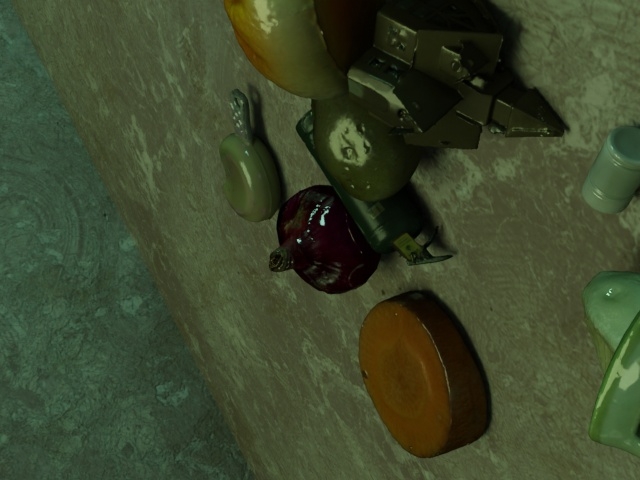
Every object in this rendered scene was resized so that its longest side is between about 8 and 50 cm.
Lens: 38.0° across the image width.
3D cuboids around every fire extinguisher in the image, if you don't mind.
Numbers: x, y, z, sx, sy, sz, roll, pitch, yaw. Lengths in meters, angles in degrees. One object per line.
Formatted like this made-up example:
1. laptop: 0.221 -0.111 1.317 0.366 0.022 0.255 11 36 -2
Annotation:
1. fire extinguisher: 0.085 -0.079 1.462 0.311 0.114 0.095 59 -159 12

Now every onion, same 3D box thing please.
1. onion: 0.000 0.000 1.566 0.140 0.218 0.195 -26 84 39

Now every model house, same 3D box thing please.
1. model house: 0.176 -0.174 1.126 0.248 0.176 0.180 31 143 24

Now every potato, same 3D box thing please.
1. potato: 0.062 -0.172 1.342 0.178 0.160 0.235 -14 92 45

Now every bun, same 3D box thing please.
1. bun: 0.378 0.135 1.014 0.231 0.133 0.231 -19 -90 -82
2. bun: -0.034 -0.327 1.179 0.165 0.299 0.298 -1 121 22

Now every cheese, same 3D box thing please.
1. cheese: -0.147 -0.172 1.856 0.163 0.082 0.286 37 143 44

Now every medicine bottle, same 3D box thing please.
1. medicine bottle: 0.326 -0.077 1.012 0.057 0.057 0.089 51 153 26

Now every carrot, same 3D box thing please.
1. carrot: 0.171 0.229 1.595 0.258 0.100 0.307 28 136 48

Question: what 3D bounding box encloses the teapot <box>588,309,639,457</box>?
1. teapot: 0.443 0.149 0.818 0.322 0.240 0.239 30 117 49
